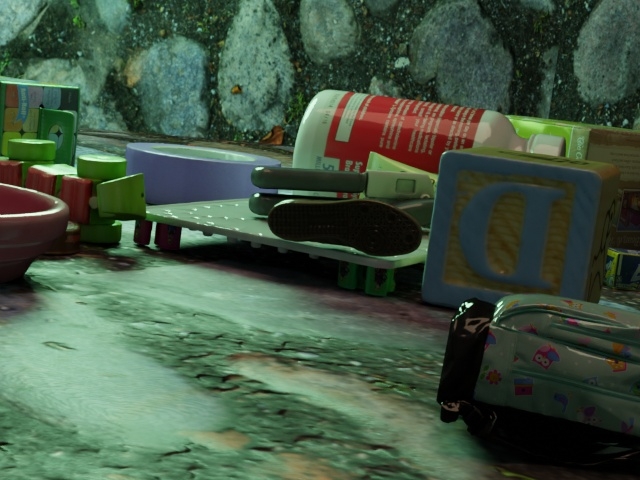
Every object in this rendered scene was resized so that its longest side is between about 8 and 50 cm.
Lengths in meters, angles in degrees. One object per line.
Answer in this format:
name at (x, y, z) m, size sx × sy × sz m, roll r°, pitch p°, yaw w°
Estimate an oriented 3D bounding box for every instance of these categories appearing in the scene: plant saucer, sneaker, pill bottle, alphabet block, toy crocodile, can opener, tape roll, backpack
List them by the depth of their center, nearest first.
backpack at (0.184, 0.100, 0.926) m, size 0.182 × 0.115 × 0.152 m, roll 11°, pitch 6°, yaw 7°
plant saucer at (-0.438, -0.014, 1.297) m, size 0.332 × 0.084 × 0.332 m, roll 7°, pitch 9°, yaw -1°
sneaker at (0.033, -0.023, 1.476) m, size 0.188 × 0.066 × 0.071 m, roll 9°, pitch 8°, yaw 11°
alphabet block at (0.249, -0.011, 1.492) m, size 0.193 × 0.193 × 0.197 m, roll 12°, pitch 8°, yaw 19°
toy crocodile at (-0.358, -0.068, 1.627) m, size 0.340 × 0.115 × 0.105 m, roll 13°, pitch 11°, yaw 34°
can opener at (0.045, -0.060, 1.705) m, size 0.283 × 0.076 × 0.095 m, roll 2°, pitch 9°, yaw -24°
pill bottle at (0.177, -0.107, 1.958) m, size 0.407 × 0.229 × 0.229 m, roll 9°, pitch 8°, yaw 15°
tape roll at (-0.209, -0.111, 2.153) m, size 0.274 × 0.090 × 0.275 m, roll 6°, pitch 8°, yaw -1°

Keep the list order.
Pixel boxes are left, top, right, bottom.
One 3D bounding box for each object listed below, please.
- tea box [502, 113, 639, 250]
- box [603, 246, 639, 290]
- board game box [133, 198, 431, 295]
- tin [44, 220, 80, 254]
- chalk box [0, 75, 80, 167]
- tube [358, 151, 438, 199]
tea box at (0.436, -0.106, 2.205) m, size 0.329 × 0.220 × 0.323 m, roll -1°, pitch 12°, yaw -44°
box at (0.497, 0.047, 1.779) m, size 0.168 × 0.054 × 0.059 m, roll 5°, pitch 8°, yaw -10°
board game box at (0.000, 0.000, 1.692) m, size 0.389 × 0.050 × 0.390 m, roll 12°, pitch 10°, yaw 27°
tin at (-0.387, -0.015, 1.519) m, size 0.189 × 0.040 × 0.106 m, roll 9°, pitch 4°, yaw 18°
chalk box at (-0.538, -0.191, 2.105) m, size 0.289 × 0.180 × 0.179 m, roll 12°, pitch 9°, yaw 37°
tube at (0.168, -0.061, 1.812) m, size 0.240 × 0.062 × 0.070 m, roll 16°, pitch 52°, yaw 26°
